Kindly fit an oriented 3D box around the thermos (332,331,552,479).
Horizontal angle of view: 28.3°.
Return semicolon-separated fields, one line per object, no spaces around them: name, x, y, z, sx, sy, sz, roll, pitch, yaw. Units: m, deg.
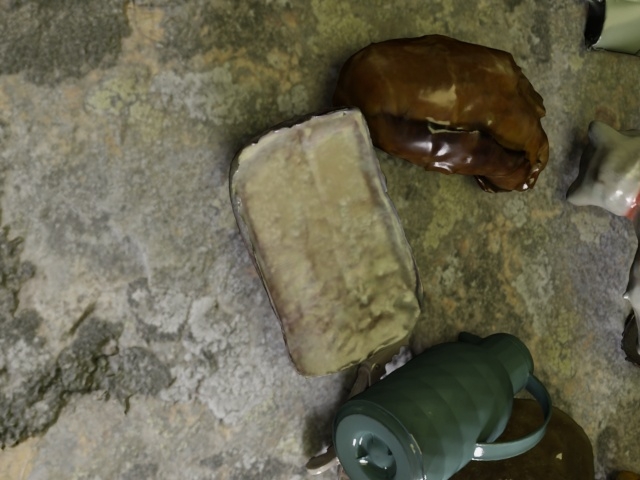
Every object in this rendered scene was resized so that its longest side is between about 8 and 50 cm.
thermos;0.166;0.207;1.544;0.286;0.182;0.145;-27;139;-40

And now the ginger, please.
ginger;0.171;-0.152;1.537;0.321;0.172;0.165;22;47;-30

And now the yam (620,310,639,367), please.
yam;0.570;0.173;1.840;0.279;0.131;0.131;26;82;-30

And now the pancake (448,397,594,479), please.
pancake;0.233;0.289;1.597;0.242;0.242;0.050;-46;153;-19

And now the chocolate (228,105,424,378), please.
chocolate;0.000;0.000;1.488;0.185;0.100;0.303;-24;105;-16

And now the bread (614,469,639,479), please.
bread;0.469;0.470;1.804;0.160;0.147;0.261;33;79;-33

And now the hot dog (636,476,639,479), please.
hot dog;0.379;0.436;1.736;0.289;0.083;0.068;-49;157;5

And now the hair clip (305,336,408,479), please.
hair clip;0.047;0.201;1.578;0.072;0.034;0.226;26;82;-30

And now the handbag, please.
handbag;0.444;-0.369;1.743;0.315;0.109;0.241;5;92;-18

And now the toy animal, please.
toy animal;0.425;-0.004;1.696;0.188;0.266;0.308;11;115;-21
